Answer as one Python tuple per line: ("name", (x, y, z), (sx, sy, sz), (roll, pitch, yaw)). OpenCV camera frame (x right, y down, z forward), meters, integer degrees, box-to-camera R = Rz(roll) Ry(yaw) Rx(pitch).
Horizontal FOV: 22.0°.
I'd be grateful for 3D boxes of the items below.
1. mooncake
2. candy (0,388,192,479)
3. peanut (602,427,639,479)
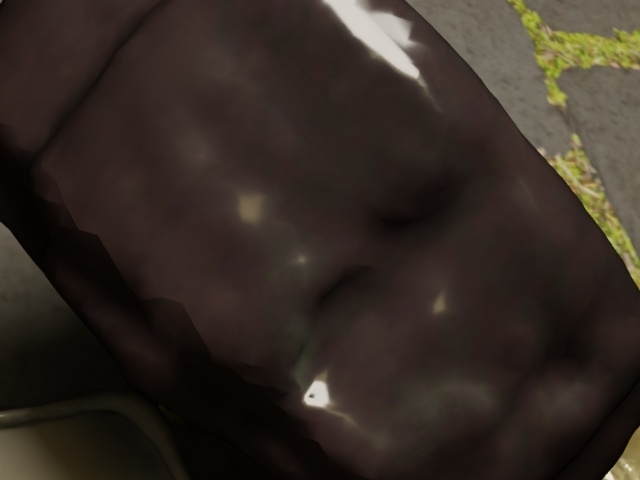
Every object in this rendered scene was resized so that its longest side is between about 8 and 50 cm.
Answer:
("mooncake", (0.000, 0.000, 0.814), (0.350, 0.381, 0.212), (40, 89, 26))
("candy", (-0.143, 0.173, 0.765), (0.195, 0.137, 0.185), (-11, 61, -31))
("peanut", (0.214, 0.148, 0.955), (0.253, 0.122, 0.137), (-11, 70, -34))
